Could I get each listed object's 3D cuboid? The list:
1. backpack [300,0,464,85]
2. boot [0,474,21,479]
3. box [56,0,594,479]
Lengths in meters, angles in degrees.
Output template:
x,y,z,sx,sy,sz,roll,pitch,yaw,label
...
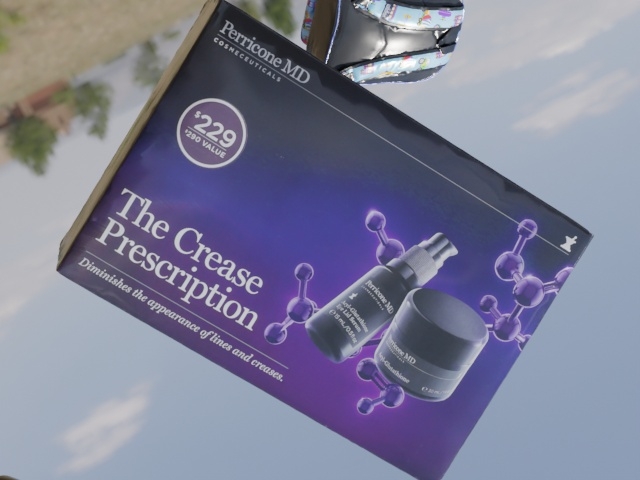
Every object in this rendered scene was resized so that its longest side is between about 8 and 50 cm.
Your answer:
x,y,z,sx,sy,sz,roll,pitch,yaw,label
0.080,-0.269,1.762,0.173,0.158,0.117,-4,-142,-21,backpack
-0.241,0.267,1.271,0.244,0.176,0.088,-176,-76,-82,boot
0.000,0.000,0.872,0.184,0.261,0.103,-59,-168,1,box
